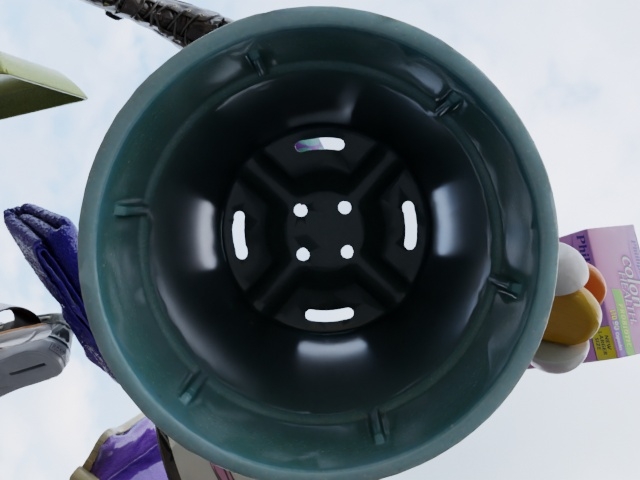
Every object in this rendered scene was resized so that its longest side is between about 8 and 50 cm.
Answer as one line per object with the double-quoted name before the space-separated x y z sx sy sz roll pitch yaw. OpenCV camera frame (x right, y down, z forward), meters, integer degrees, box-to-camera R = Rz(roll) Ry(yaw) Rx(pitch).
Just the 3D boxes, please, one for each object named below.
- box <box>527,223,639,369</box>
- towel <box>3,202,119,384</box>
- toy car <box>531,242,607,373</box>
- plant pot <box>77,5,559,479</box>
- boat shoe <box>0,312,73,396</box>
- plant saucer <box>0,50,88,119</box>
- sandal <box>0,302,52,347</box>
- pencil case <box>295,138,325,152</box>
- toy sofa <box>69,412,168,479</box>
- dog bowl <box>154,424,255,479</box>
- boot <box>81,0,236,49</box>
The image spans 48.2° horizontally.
"box" 0.442 0.107 1.255 0.243 0.117 0.214 -27 -110 60
"towel" -0.400 0.092 1.163 0.227 0.076 0.308 14 -46 47
"toy car" 0.239 0.055 0.834 0.182 0.136 0.159 8 -53 29
"plant pot" 0.000 0.000 0.666 0.341 0.334 0.341 0 -87 1
"boat shoe" -0.595 0.216 1.342 0.335 0.119 0.121 -12 -53 18
"plant saucer" -0.474 -0.227 1.045 0.188 0.188 0.045 -8 -92 18
"sandal" -0.537 0.141 1.144 0.265 0.102 0.076 -15 -97 37
"pencil case" -0.036 -0.128 0.966 0.070 0.064 0.152 -47 -121 34
"toy sofa" -0.279 0.390 1.210 0.150 0.362 0.177 35 -83 8
"dog bowl" -0.044 0.298 0.961 0.150 0.408 0.408 -31 -97 7
"boot" -0.224 -0.304 0.974 0.263 0.229 0.091 33 -77 49
